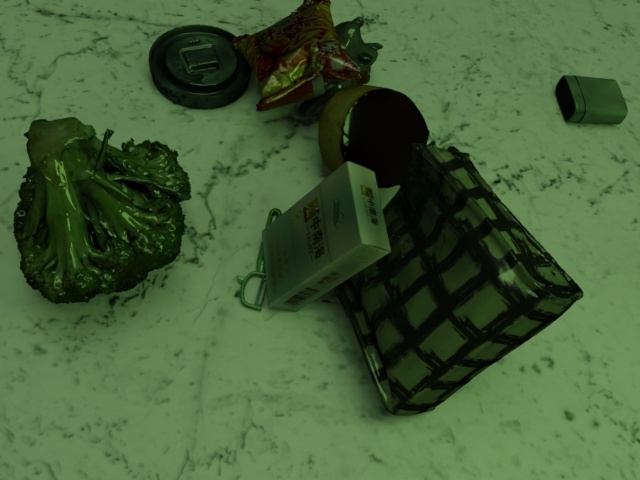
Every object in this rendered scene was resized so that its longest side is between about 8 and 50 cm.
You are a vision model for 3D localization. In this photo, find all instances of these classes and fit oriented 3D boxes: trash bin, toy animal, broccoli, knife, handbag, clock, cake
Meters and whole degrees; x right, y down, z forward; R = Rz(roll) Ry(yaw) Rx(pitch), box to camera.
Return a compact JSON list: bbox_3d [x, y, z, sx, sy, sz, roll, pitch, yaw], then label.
[{"bbox_3d":[0.621,-0.322,1.476,0.129,0.059,0.116,2,60,-11],"label":"trash bin"},{"bbox_3d":[0.034,-0.340,1.362,0.125,0.127,0.251,28,72,-6],"label":"toy animal"},{"bbox_3d":[-0.347,-0.056,1.007,0.303,0.283,0.321,-27,48,-13],"label":"broccoli"},{"bbox_3d":[-0.108,0.026,1.153,0.054,0.015,0.212,12,58,0],"label":"knife"},{"bbox_3d":[0.176,0.055,1.012,0.162,0.325,0.327,8,44,-45],"label":"handbag"},{"bbox_3d":[-0.250,-0.366,1.353,0.214,0.042,0.215,5,58,-7],"label":"clock"},{"bbox_3d":[0.083,-0.199,1.253,0.208,0.178,0.185,45,79,-20],"label":"cake"}]

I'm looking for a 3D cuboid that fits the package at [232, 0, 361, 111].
[{"bbox_3d":[-0.053,-0.361,1.280,0.223,0.108,0.288,-20,48,4],"label":"package"}]

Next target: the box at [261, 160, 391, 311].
[{"bbox_3d":[0.000,0.000,1.054,0.067,0.243,0.155,14,53,-37],"label":"box"}]
